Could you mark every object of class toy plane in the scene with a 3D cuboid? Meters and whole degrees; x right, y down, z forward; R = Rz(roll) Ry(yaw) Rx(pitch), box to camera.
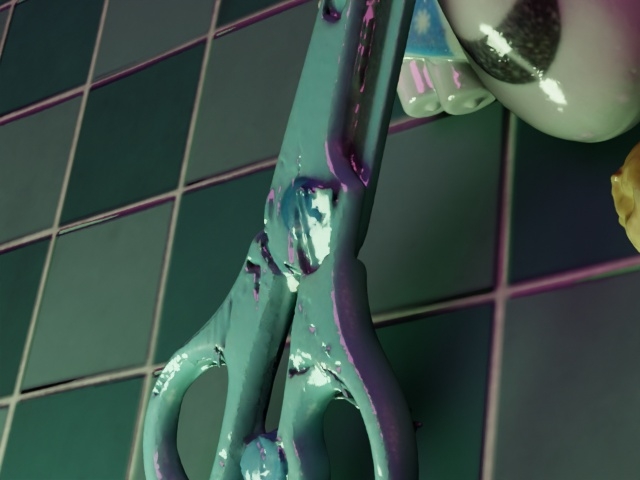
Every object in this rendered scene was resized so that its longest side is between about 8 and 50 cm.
[{"bbox_3d":[0.091,-0.170,0.704,0.267,0.123,0.267,13,108,48],"label":"toy plane"}]

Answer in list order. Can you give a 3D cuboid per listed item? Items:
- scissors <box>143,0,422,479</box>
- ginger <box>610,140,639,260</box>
[{"bbox_3d":[0.000,0.000,0.675,0.180,0.032,0.393,22,103,41],"label":"scissors"},{"bbox_3d":[0.212,-0.010,0.522,0.219,0.123,0.270,-12,56,35],"label":"ginger"}]
